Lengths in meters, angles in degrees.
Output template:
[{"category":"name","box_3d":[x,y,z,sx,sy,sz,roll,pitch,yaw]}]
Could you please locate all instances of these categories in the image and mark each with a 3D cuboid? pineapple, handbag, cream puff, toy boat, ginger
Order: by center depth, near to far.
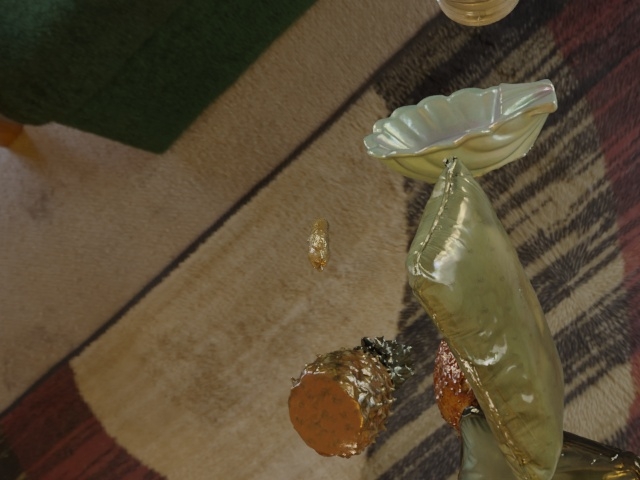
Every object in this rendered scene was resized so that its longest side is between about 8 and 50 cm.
[{"category":"toy boat","box_3d":[0.214,-0.160,1.287,0.290,0.199,0.100,-16,119,18]},{"category":"pineapple","box_3d":[0.071,0.222,1.333,0.157,0.278,0.158,9,109,29]},{"category":"handbag","box_3d":[0.372,0.394,1.398,0.332,0.075,0.192,12,112,35]},{"category":"cream puff","box_3d":[0.297,0.275,1.615,0.163,0.240,0.240,-12,84,6]},{"category":"ginger","box_3d":[0.000,-0.004,1.808,0.051,0.173,0.070,-3,120,8]}]

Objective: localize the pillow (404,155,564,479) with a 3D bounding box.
[{"category":"pillow","box_3d":[0.163,0.081,0.809,0.074,0.185,0.303,-14,121,31]}]

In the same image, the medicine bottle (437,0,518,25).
[{"category":"medicine bottle","box_3d":[0.144,-0.302,0.814,0.134,0.215,0.135,-5,70,13]}]
